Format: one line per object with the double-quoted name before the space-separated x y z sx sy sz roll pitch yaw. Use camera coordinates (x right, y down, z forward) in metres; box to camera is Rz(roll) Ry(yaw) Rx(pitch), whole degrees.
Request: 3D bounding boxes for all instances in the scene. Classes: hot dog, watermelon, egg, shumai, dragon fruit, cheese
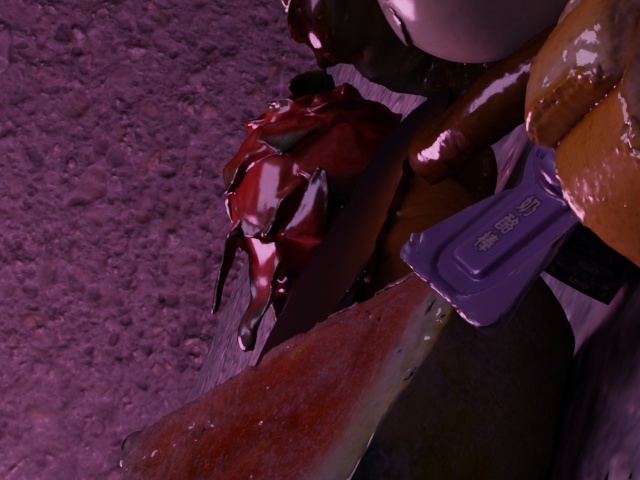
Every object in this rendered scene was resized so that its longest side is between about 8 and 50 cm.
"hot dog" 0.067 0.026 1.034 0.194 0.107 0.326 -39 17 55
"watermelon" -0.002 0.137 0.764 0.310 0.193 0.232 -67 8 -19
"egg" 0.131 -0.251 1.105 0.253 0.187 0.186 -64 6 -5
"shumai" 0.098 -0.254 1.284 0.271 0.204 0.222 -64 15 -6
"dragon fruit" 0.002 -0.018 1.324 0.193 0.192 0.274 17 -106 -65
"cheese" 0.128 -0.034 0.715 0.191 0.042 0.105 -37 33 -4

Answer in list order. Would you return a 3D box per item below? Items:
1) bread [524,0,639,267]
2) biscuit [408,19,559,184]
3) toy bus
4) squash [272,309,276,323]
"bread" 0.145 -0.057 0.596 0.073 0.122 0.149 119 174 -59
"biscuit" 0.135 -0.101 0.824 0.212 0.036 0.212 -37 -2 -2
"toy bus" 0.145 -0.027 0.817 0.065 0.047 0.166 -59 8 23
"squash" -0.009 -0.004 1.649 0.137 0.137 0.287 -163 94 -83
